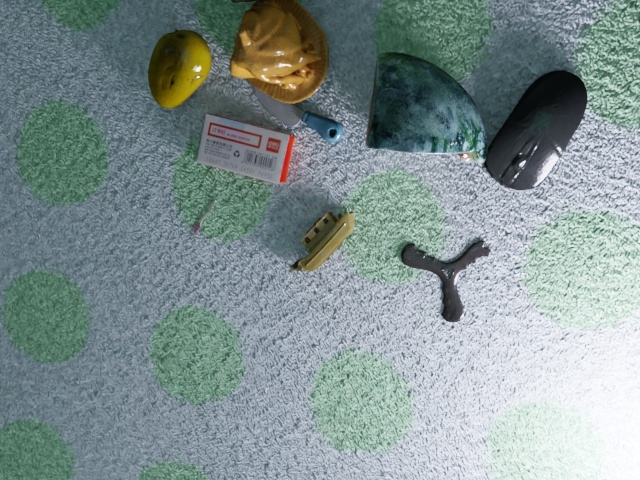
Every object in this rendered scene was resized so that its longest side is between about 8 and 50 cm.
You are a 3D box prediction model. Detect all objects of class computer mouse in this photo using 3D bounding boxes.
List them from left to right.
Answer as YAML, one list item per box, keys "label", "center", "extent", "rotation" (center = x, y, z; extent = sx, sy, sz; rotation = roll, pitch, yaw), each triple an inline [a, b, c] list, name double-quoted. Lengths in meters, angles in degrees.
- label: "computer mouse"
  center: [0.451, -0.227, 1.344]
  extent: [0.137, 0.086, 0.270]
  rotation: [32, 107, 8]

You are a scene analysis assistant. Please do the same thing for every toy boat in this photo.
- label: "toy boat"
  center: [0.000, 0.000, 1.512]
  extent: [0.077, 0.057, 0.200]
  rotation: [45, 107, 8]

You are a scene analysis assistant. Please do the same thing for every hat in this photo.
- label: "hat"
  center: [-0.121, -0.428, 1.371]
  extent: [0.233, 0.233, 0.245]
  rotation: [9, 99, 15]

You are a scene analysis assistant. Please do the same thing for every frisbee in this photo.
- label: "frisbee"
  center: [0.300, 0.061, 1.467]
  extent: [0.187, 0.012, 0.211]
  rotation: [-41, 87, 16]

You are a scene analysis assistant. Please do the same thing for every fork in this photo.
- label: "fork"
  center: [-0.290, -0.058, 1.601]
  extent: [0.016, 0.012, 0.115]
  rotation: [37, 101, 2]

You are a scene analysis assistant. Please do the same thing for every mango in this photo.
- label: "mango"
  center: [-0.334, -0.398, 1.510]
  extent: [0.137, 0.098, 0.195]
  rotation: [29, 110, 4]

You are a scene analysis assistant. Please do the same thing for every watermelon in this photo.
- label: "watermelon"
  center: [0.183, -0.231, 1.350]
  extent: [0.320, 0.289, 0.213]
  rotation: [48, 143, -2]

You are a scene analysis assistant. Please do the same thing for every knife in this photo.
- label: "knife"
  center: [-0.058, -0.290, 1.495]
  extent: [0.244, 0.032, 0.058]
  rotation: [27, 110, 13]

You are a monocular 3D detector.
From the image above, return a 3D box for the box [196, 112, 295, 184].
- label: "box"
  center: [-0.182, -0.217, 1.525]
  extent: [0.229, 0.050, 0.123]
  rotation: [15, 101, 12]

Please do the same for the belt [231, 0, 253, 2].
- label: "belt"
  center: [-0.140, -0.636, 1.356]
  extent: [0.149, 0.207, 0.258]
  rotation: [0, 86, 7]
